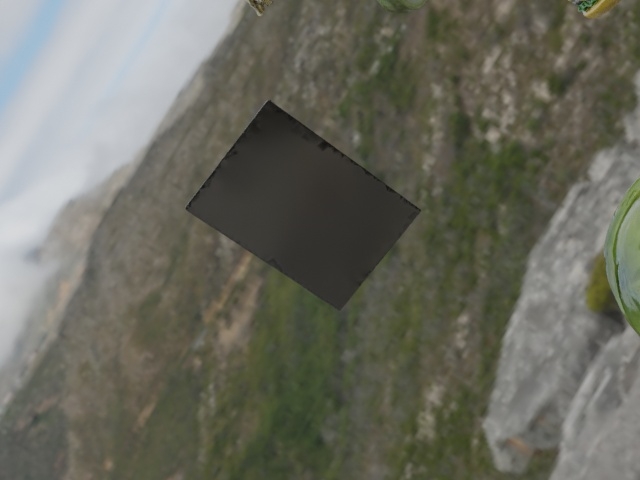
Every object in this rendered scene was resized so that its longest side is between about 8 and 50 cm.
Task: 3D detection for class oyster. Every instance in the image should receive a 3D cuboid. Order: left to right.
[{"bbox_3d":[-0.083,-0.393,1.804,0.083,0.081,0.038,-33,10,-2],"label":"oyster"}]

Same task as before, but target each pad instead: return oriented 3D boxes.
[{"bbox_3d":[-0.017,-0.039,1.445,0.170,0.245,0.006,-52,22,11],"label":"pad"}]

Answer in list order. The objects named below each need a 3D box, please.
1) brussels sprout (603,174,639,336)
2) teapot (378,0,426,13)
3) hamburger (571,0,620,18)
[{"bbox_3d":[0.553,0.002,1.545,0.361,0.342,0.425,-12,25,28],"label":"brussels sprout"},{"bbox_3d":[0.180,-0.556,2.061,0.239,0.239,0.322,-20,36,17],"label":"teapot"},{"bbox_3d":[0.450,-0.441,1.926,0.162,0.115,0.162,-57,6,10],"label":"hamburger"}]
